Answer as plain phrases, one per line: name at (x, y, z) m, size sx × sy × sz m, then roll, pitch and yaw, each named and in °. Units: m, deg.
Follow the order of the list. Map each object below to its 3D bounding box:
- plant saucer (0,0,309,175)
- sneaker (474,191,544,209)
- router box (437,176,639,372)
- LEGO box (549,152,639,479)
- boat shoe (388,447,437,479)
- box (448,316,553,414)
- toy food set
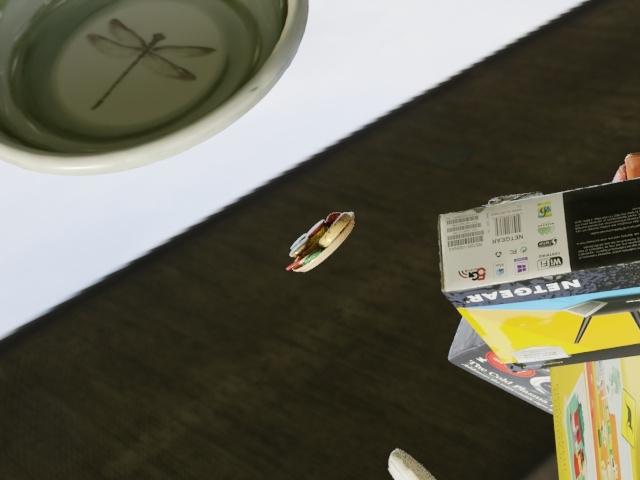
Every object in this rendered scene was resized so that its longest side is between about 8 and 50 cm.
plant saucer at (-0.203, -0.206, 1.170) m, size 0.400 × 0.100 × 0.400 m, roll -6°, pitch -127°, yaw 8°
sneaker at (0.122, -0.010, 0.698) m, size 0.031 × 0.035 × 0.083 m, roll -6°, pitch -172°, yaw 37°
router box at (0.163, 0.016, 0.531) m, size 0.179 × 0.133 × 0.046 m, roll -11°, pitch -117°, yaw 22°
LEGO box at (0.337, 0.230, 0.925) m, size 0.193 × 0.372 × 0.500 m, roll 0°, pitch -115°, yaw 1°
boat shoe at (0.125, 0.316, 1.190) m, size 0.063 × 0.066 × 0.184 m, roll -43°, pitch -110°, yaw 8°
box at (0.395, 0.126, 1.395) m, size 0.179 × 0.343 × 0.312 m, roll -66°, pitch -172°, yaw -23°
toy food set at (0.000, 0.000, 1.039) m, size 0.082 × 0.020 × 0.083 m, roll -42°, pitch -169°, yaw 10°
